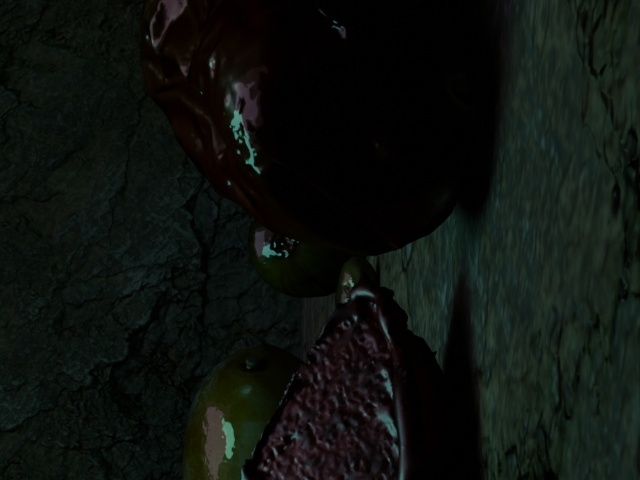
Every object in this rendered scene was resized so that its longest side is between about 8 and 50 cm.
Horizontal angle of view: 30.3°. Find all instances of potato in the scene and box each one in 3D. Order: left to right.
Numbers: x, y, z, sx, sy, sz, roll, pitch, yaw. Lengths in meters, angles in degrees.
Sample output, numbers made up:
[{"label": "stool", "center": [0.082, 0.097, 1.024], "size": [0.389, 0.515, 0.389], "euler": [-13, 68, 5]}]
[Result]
[{"label": "potato", "center": [0.034, 0.057, 1.132], "size": [0.051, 0.040, 0.083], "euler": [-139, 49, -79]}]

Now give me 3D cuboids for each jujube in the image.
[{"label": "jujube", "center": [-0.006, -0.106, 0.735], "size": [0.342, 0.216, 0.216], "euler": [-123, 33, -63]}]

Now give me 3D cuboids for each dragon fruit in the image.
[{"label": "dragon fruit", "center": [0.045, 0.117, 0.682], "size": [0.127, 0.121, 0.161], "euler": [25, -88, -51]}]

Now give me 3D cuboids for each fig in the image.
[{"label": "fig", "center": [0.000, 0.000, 1.342], "size": [0.236, 0.124, 0.124], "euler": [-14, -74, -74]}]

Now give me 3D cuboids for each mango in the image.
[{"label": "mango", "center": [-0.061, 0.307, 1.430], "size": [0.221, 0.199, 0.383], "euler": [-111, 9, -67]}]
